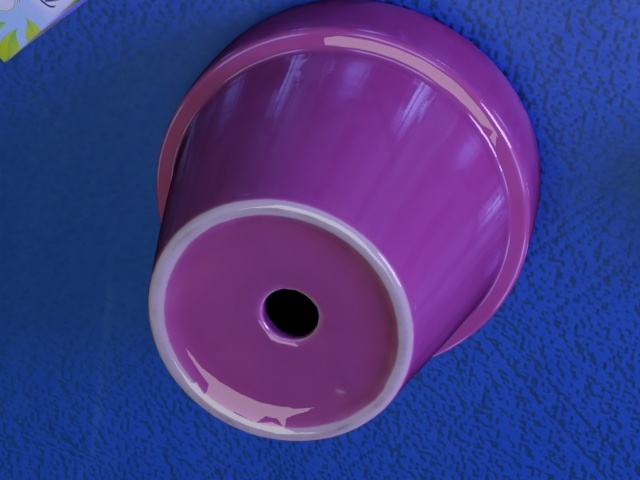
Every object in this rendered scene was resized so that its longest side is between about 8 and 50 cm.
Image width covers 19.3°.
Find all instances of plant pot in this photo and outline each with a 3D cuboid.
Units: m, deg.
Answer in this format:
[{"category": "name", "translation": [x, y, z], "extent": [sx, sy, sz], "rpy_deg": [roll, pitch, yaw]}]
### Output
[{"category": "plant pot", "translation": [0.000, 0.000, 0.943], "extent": [0.201, 0.180, 0.201], "rpy_deg": [6, 117, 12]}]

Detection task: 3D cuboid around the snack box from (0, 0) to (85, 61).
[{"category": "snack box", "translation": [-0.068, -0.190, 0.868], "extent": [0.207, 0.174, 0.070], "rpy_deg": [-36, 100, 27]}]
